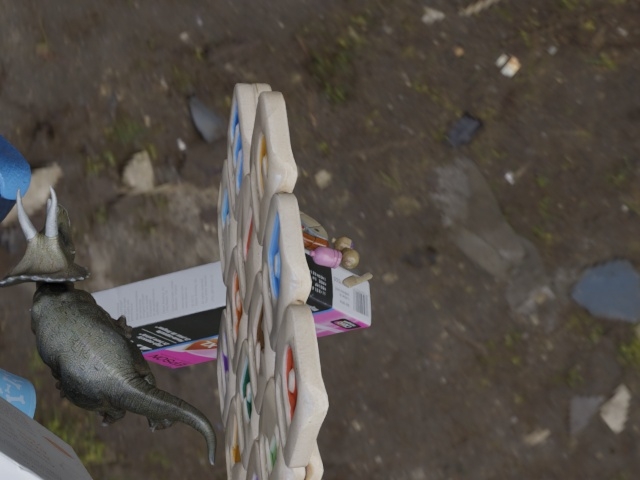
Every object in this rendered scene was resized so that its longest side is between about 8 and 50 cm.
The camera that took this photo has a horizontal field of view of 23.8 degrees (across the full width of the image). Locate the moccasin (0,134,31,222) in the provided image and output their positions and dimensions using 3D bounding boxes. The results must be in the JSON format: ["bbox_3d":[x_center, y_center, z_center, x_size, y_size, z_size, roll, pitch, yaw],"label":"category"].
[{"bbox_3d":[-0.468,-0.128,1.701,0.138,0.342,0.117,12,117,-54],"label":"moccasin"}]

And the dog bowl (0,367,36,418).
[{"bbox_3d":[-0.469,0.211,1.947,0.074,0.297,0.166,38,84,-34],"label":"dog bowl"}]

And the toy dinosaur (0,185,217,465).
[{"bbox_3d":[-0.215,0.109,1.429,0.121,0.313,0.160,-35,146,-1],"label":"toy dinosaur"}]

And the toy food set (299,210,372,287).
[{"bbox_3d":[0.000,0.000,1.570,0.122,0.078,0.019,39,115,17],"label":"toy food set"}]

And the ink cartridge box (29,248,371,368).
[{"bbox_3d":[-0.142,0.087,1.777,0.371,0.069,0.176,-12,159,28],"label":"ink cartridge box"}]

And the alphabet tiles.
[{"bbox_3d":[-0.026,0.068,0.766,0.021,0.284,0.278,-2,148,-10],"label":"alphabet tiles"}]

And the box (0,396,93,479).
[{"bbox_3d":[-0.340,0.256,1.477,0.215,0.345,0.168,39,84,-20],"label":"box"}]

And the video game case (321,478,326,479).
[{"bbox_3d":[-0.074,0.318,1.184,0.329,0.300,0.036,-45,107,-20],"label":"video game case"}]
